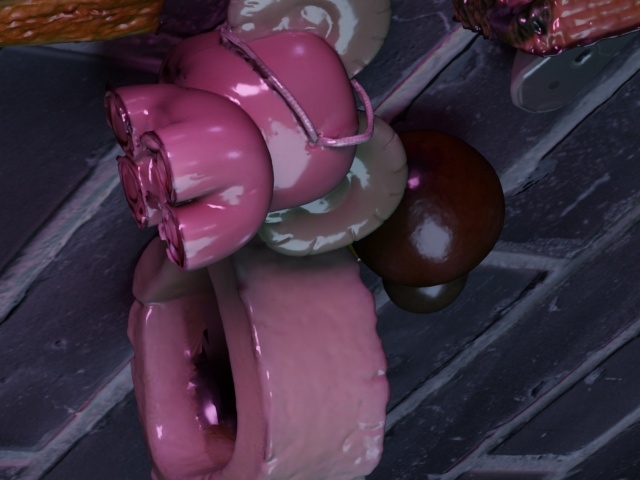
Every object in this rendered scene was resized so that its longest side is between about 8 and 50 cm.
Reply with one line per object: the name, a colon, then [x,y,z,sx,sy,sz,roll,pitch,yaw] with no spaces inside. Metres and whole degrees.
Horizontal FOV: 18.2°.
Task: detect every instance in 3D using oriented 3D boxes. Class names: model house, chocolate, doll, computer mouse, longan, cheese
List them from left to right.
cheese: [-0.075,0.116,2.023,0.153,0.332,0.292,-4,174,-31]
doll: [-0.041,-0.096,1.746,0.268,0.216,0.284,-19,121,-18]
chocolate: [0.106,-0.037,2.031,0.176,0.177,0.177,-17,152,-9]
longan: [0.122,0.034,2.236,0.113,0.092,0.113,-30,149,-20]
model house: [0.195,-0.267,1.678,0.166,0.183,0.172,-15,113,-9]
computer mouse: [0.250,-0.202,1.947,0.089,0.056,0.181,14,129,-47]

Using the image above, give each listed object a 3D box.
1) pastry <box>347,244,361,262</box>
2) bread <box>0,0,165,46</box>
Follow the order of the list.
pastry: [0.000,0.000,2.123,0.109,0.057,0.097,-22,151,-3]
bread: [-0.276,-0.211,1.449,0.344,0.149,0.195,-13,162,-19]
